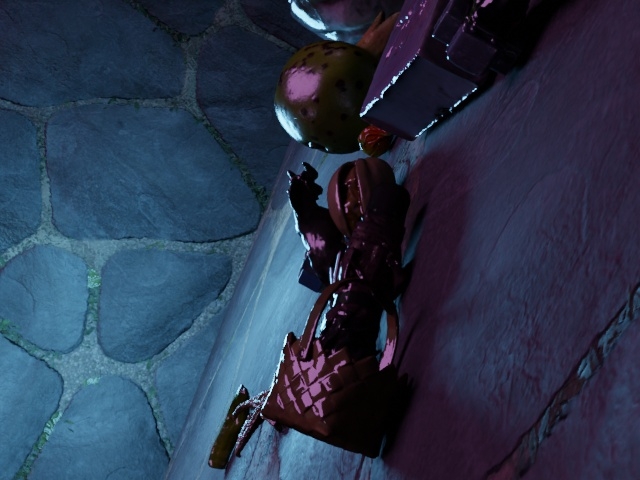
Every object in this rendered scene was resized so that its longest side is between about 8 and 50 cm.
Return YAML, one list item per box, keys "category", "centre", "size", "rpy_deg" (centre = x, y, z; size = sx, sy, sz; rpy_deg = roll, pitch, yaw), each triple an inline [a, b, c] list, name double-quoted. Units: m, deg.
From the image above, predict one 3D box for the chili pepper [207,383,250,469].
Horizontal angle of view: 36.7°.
- category: "chili pepper"
  centre: [-0.176, 0.370, 1.925]
  size: [0.052, 0.050, 0.202]
  rpy_deg: [39, 115, 41]

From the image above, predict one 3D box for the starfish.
- category: "starfish"
  centre: [-0.089, 0.268, 1.641]
  size: [0.213, 0.057, 0.238]
  rpy_deg: [-63, 9, -28]

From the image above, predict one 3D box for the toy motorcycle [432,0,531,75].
- category: "toy motorcycle"
  centre: [0.213, -0.284, 1.036]
  size: [0.187, 0.124, 0.275]
  rpy_deg: [-62, 1, -41]

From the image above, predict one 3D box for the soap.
- category: "soap"
  centre: [0.182, -0.308, 1.332]
  size: [0.285, 0.107, 0.296]
  rpy_deg: [-67, 9, -14]

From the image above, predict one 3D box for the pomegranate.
- category: "pomegranate"
  centre: [0.041, -0.291, 1.799]
  size: [0.286, 0.231, 0.231]
  rpy_deg: [-60, 4, -32]

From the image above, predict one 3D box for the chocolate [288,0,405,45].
- category: "chocolate"
  centre: [0.104, -0.506, 1.963]
  size: [0.303, 0.213, 0.303]
  rpy_deg: [-43, -7, -7]

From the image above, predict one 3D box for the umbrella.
- category: "umbrella"
  centre: [0.049, 0.068, 1.192]
  size: [0.094, 0.090, 0.326]
  rpy_deg: [121, 169, -60]

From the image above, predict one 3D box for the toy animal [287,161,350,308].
- category: "toy animal"
  centre: [0.000, 0.000, 1.473]
  size: [0.084, 0.148, 0.233]
  rpy_deg: [-26, 63, 18]

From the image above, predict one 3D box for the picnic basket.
- category: "picnic basket"
  centre: [0.028, 0.128, 1.029]
  size: [0.137, 0.128, 0.179]
  rpy_deg: [8, 69, 48]

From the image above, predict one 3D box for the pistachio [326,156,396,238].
- category: "pistachio"
  centre: [0.061, -0.064, 1.442]
  size: [0.113, 0.113, 0.149]
  rpy_deg: [123, 161, -49]

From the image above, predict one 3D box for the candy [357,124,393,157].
- category: "candy"
  centre: [0.127, -0.203, 1.607]
  size: [0.201, 0.060, 0.060]
  rpy_deg: [-43, 24, 50]

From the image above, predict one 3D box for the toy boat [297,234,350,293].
- category: "toy boat"
  centre: [0.011, 0.016, 1.628]
  size: [0.173, 0.069, 0.059]
  rpy_deg: [-63, -5, 23]
